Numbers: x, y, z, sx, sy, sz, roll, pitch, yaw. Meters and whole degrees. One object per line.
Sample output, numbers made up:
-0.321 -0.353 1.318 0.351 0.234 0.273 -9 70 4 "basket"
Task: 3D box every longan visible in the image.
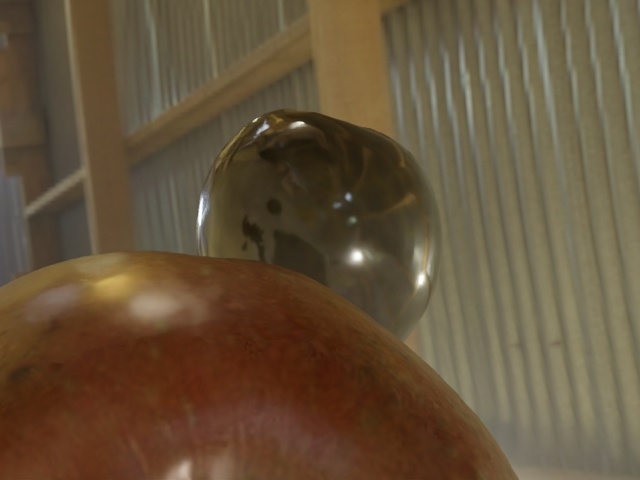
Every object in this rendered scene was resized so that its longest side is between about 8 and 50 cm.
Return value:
0.000 0.000 0.920 0.212 0.198 0.198 -20 104 -77 "longan"

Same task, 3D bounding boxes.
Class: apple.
-0.072 0.178 0.546 0.305 0.338 0.338 141 -63 -62 "apple"
